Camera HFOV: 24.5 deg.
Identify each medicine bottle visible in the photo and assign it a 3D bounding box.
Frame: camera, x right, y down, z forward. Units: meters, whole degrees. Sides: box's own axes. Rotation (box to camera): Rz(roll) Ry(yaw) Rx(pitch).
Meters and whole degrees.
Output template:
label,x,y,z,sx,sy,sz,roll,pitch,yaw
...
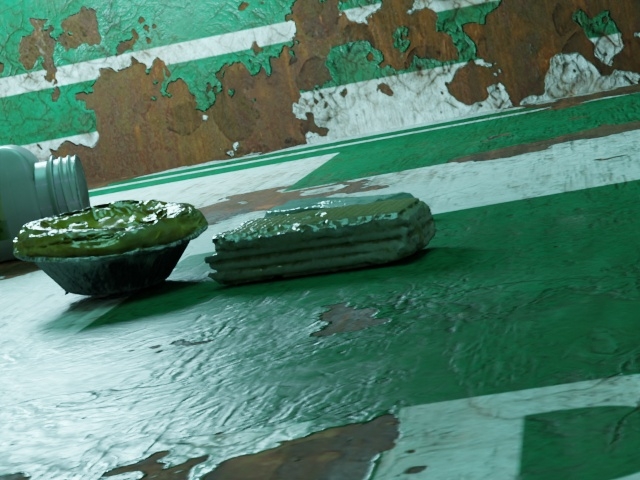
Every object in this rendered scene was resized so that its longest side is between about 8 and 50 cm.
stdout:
label,x,y,z,sx,sy,sz,roll,pitch,yaw
medicine bottle,-0.532,-0.053,2.325,0.324,0.179,0.124,-12,6,1

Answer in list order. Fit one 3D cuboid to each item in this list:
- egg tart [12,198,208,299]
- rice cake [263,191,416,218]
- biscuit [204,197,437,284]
label,x,y,z,sx,sy,sz,roll,pitch,yaw
egg tart,-0.245,0.011,1.734,0.234,0.094,0.234,-7,9,1
rice cake,0.018,-0.034,1.914,0.226,0.040,0.085,-3,12,45
biscuit,0.000,0.000,1.605,0.239,0.061,0.108,-9,8,22
